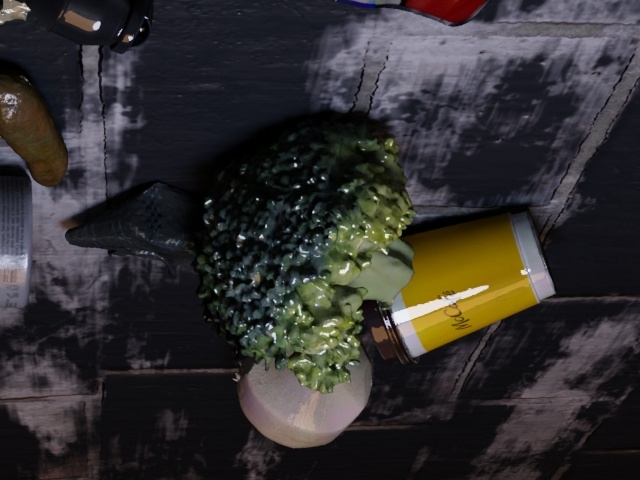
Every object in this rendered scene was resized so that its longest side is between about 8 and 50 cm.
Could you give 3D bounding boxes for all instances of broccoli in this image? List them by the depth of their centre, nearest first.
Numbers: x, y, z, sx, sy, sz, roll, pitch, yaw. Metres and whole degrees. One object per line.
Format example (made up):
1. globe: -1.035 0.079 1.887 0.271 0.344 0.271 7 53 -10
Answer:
1. broccoli: -0.004 0.004 2.020 0.281 0.293 0.347 25 103 -37

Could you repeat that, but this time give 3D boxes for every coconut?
1. coconut: -0.023 0.216 2.481 0.224 0.224 0.234 -2 154 -6

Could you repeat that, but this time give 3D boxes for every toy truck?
1. toy truck: -0.270 -0.276 1.512 0.224 0.165 0.147 12 149 -28

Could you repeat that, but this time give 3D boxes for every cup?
1. cup: 0.191 0.061 2.240 0.280 0.196 0.196 -18 151 10

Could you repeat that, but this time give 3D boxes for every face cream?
1. face cream: -0.452 0.000 2.009 0.153 0.177 0.177 1 153 -15

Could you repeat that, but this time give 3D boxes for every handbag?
1. handbag: -0.206 0.002 2.173 0.270 0.088 0.175 16 154 -36

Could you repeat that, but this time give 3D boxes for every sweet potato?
1. sweet potato: -0.354 -0.130 1.898 0.075 0.075 0.273 -7 157 4

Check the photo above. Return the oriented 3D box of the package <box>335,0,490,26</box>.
1. package: 0.092 -0.305 1.636 0.269 0.071 0.194 -3 158 -33

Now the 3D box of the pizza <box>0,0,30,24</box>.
1. pizza: -0.382 -0.274 1.642 0.262 0.034 0.181 9 149 -26
